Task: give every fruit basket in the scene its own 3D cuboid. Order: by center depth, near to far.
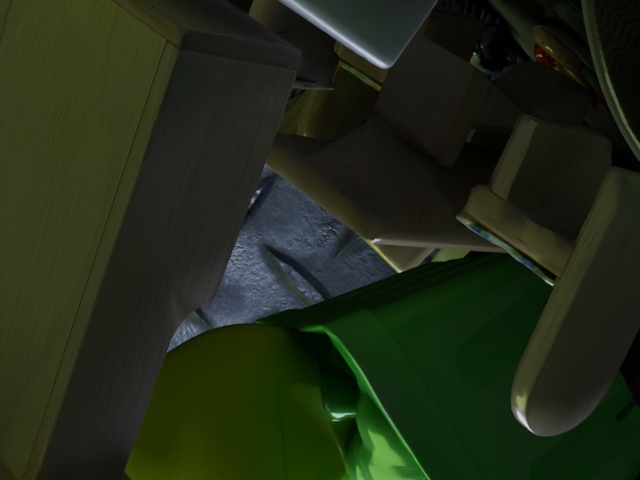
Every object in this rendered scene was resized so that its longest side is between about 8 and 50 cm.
[{"bbox_3d":[0.011,0.159,0.995,0.283,0.392,0.392,57,-179,-3],"label":"fruit basket"}]

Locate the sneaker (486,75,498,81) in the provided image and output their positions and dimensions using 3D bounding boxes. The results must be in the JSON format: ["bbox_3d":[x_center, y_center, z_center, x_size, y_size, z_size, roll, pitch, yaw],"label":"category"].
[{"bbox_3d":[0.116,-0.158,1.136,0.162,0.063,0.073,45,178,-27],"label":"sneaker"}]

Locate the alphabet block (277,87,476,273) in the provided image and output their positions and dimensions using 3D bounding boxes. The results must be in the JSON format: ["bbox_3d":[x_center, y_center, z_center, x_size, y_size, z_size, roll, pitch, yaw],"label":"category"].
[{"bbox_3d":[0.071,-0.112,1.287,0.193,0.197,0.192,45,-178,-12],"label":"alphabet block"}]

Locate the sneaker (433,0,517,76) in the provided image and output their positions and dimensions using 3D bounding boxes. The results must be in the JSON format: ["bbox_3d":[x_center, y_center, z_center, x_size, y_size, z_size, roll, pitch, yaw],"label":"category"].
[{"bbox_3d":[0.115,-0.171,1.019,0.058,0.052,0.135,33,180,42],"label":"sneaker"}]

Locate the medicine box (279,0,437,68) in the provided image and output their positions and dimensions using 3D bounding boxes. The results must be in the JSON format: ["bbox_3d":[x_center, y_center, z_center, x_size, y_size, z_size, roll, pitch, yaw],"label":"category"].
[{"bbox_3d":[-0.078,-0.239,0.590,0.263,0.149,0.289,29,-170,-33],"label":"medicine box"}]

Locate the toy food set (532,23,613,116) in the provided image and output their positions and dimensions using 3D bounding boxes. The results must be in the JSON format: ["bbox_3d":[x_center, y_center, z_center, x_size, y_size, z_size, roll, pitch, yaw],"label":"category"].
[{"bbox_3d":[0.175,-0.118,0.905,0.082,0.020,0.083,45,-179,-5],"label":"toy food set"}]

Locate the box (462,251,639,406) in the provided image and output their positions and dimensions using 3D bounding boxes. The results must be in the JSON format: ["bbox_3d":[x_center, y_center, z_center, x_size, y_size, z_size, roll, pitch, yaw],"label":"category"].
[{"bbox_3d":[0.256,0.062,1.139,0.203,0.168,0.167,48,-179,40],"label":"box"}]

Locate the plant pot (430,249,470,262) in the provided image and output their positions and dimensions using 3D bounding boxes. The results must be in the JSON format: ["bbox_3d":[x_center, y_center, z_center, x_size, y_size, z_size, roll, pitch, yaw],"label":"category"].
[{"bbox_3d":[0.276,0.101,1.703,0.254,0.276,0.276,60,-172,27],"label":"plant pot"}]

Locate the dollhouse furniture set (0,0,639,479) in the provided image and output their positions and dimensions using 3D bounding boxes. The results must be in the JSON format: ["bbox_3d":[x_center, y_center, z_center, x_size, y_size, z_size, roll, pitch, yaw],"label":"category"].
[{"bbox_3d":[0.000,0.000,0.754,0.394,0.256,0.362,4,-155,-43],"label":"dollhouse furniture set"}]

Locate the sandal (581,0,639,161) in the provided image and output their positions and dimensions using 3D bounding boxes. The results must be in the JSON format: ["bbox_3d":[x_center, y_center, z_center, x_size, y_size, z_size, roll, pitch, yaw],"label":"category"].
[{"bbox_3d":[0.185,-0.031,0.443,0.303,0.120,0.086,45,-165,-25],"label":"sandal"}]

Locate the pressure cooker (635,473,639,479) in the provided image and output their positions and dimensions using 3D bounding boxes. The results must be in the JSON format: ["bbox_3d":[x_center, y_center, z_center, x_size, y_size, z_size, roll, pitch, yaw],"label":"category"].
[{"bbox_3d":[0.364,0.341,0.989,0.375,0.420,0.370,-1,150,32],"label":"pressure cooker"}]
